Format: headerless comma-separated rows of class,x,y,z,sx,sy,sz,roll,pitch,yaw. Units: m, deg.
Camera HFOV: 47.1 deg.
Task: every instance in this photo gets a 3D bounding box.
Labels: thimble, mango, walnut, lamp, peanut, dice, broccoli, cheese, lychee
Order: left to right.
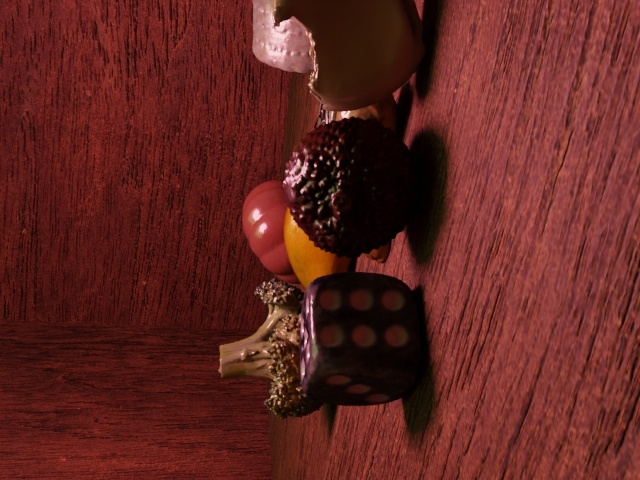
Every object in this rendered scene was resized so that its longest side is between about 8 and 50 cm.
broccoli,-0.101,0.276,1.917,0.249,0.302,0.375,-31,65,57
lamp,-0.066,-0.034,1.968,0.305,0.240,0.305,50,-167,-16
thimble,-0.029,-0.554,1.864,0.291,0.292,0.195,-100,13,-58
mango,0.000,0.000,1.767,0.119,0.177,0.316,-30,-63,-70
cheese,0.045,-0.356,1.246,0.127,0.233,0.266,-101,-8,-75
lychee,0.056,-0.094,1.241,0.271,0.236,0.235,-40,-41,-66
peanut,0.071,-0.196,1.467,0.318,0.148,0.147,101,169,-54
dice,0.061,0.166,1.223,0.183,0.182,0.181,104,166,-58
walnut,0.102,-0.002,1.461,0.121,0.052,0.091,117,152,-74

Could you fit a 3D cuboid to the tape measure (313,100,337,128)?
tape measure,0.047,-0.319,1.762,0.235,0.115,0.207,103,169,-47
